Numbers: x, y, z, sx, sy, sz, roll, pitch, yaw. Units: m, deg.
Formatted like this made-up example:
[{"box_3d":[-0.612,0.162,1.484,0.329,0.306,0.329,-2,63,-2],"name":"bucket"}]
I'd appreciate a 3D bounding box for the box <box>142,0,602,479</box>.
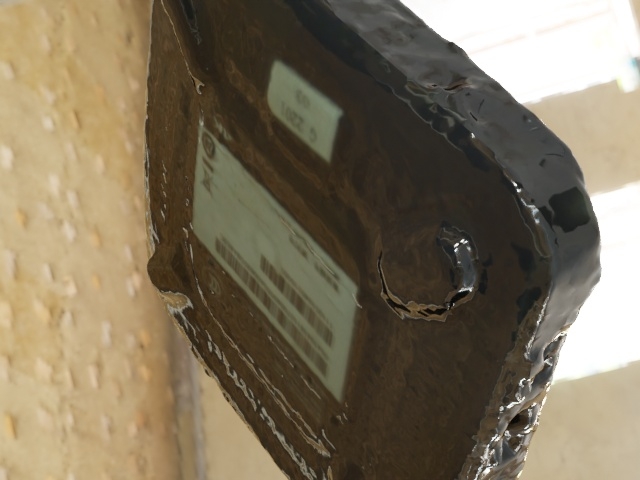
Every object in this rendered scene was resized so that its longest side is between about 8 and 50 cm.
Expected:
[{"box_3d":[0.000,0.000,0.732,0.359,0.091,0.350,47,147,33],"name":"box"}]
